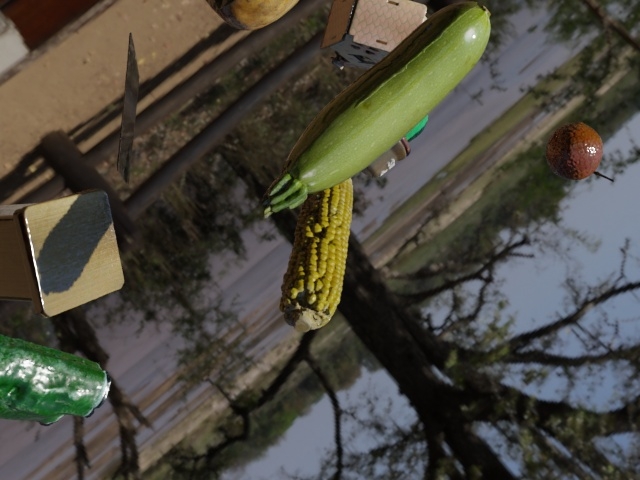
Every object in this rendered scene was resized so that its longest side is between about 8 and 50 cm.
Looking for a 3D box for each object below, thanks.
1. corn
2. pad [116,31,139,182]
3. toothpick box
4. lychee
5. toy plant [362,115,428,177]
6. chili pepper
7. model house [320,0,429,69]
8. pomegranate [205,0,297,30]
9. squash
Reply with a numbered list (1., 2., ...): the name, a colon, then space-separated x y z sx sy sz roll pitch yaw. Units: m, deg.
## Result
1. corn: 0.000 0.000 1.198 0.097 0.097 0.320 -47 -156 45
2. pad: -0.333 -0.213 1.363 0.004 0.220 0.330 5 178 -11
3. toothpick box: -0.536 0.018 1.401 0.308 0.188 0.190 -1 -165 32
4. lychee: 0.470 -0.157 1.447 0.101 0.114 0.140 -30 153 3
5. toy plant: 0.144 -0.215 1.528 0.200 0.105 0.143 -49 -178 -5
6. chili pepper: -0.395 0.149 0.910 0.136 0.099 0.270 -8 153 38
7. model house: 0.128 -0.506 1.870 0.244 0.326 0.169 16 92 -55
8. pomegranate: -0.158 -0.607 1.718 0.281 0.281 0.281 -40 174 -5
9. squash: 0.058 -0.144 0.891 0.341 0.094 0.094 -43 174 3
